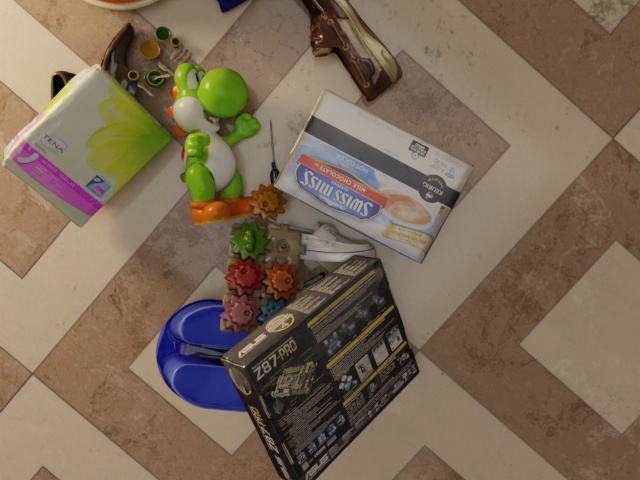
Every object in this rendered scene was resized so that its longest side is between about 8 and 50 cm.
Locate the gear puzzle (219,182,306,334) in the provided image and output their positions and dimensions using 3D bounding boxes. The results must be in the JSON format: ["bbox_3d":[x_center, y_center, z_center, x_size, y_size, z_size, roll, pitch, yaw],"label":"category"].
[{"bbox_3d":[-0.114,0.038,1.347,0.176,0.044,0.338,8,79,-15],"label":"gear puzzle"}]

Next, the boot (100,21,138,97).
[{"bbox_3d":[-0.457,-0.384,1.434,0.106,0.082,0.219,28,87,-25],"label":"boot"}]

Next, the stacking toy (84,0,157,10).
[{"bbox_3d":[-0.452,-0.675,1.190,0.351,0.480,0.350,0,95,1],"label":"stacking toy"}]

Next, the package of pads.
[{"bbox_3d":[-0.514,-0.211,1.368,0.296,0.101,0.229,-45,122,-3],"label":"package of pads"}]

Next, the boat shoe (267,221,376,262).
[{"bbox_3d":[0.000,0.000,1.429,0.258,0.095,0.084,3,99,0],"label":"boat shoe"}]

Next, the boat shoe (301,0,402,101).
[{"bbox_3d":[0.028,-0.455,1.380,0.123,0.123,0.342,-42,99,3],"label":"boat shoe"}]

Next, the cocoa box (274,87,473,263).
[{"bbox_3d":[0.108,-0.134,1.345,0.347,0.231,0.227,28,95,-1],"label":"cocoa box"}]

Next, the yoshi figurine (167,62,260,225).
[{"bbox_3d":[-0.222,-0.226,1.380,0.203,0.203,0.362,-13,92,-13],"label":"yoshi figurine"}]

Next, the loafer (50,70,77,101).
[{"bbox_3d":[-0.583,-0.254,1.428,0.096,0.084,0.267,-5,95,0],"label":"loafer"}]

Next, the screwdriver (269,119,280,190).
[{"bbox_3d":[-0.113,-0.197,1.456,0.025,0.024,0.169,-10,88,31],"label":"screwdriver"}]

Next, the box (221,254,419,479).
[{"bbox_3d":[0.022,0.264,1.305,0.395,0.097,0.318,-37,118,-32],"label":"box"}]

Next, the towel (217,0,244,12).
[{"bbox_3d":[-0.131,-0.650,1.327,0.308,0.076,0.227,-30,137,5],"label":"towel"}]

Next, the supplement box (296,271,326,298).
[{"bbox_3d":[-0.008,0.130,1.459,0.083,0.056,0.083,-30,94,4],"label":"supplement box"}]

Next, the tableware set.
[{"bbox_3d":[-0.372,-0.410,1.411,0.104,0.024,0.154,40,74,-7],"label":"tableware set"}]

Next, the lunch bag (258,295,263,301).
[{"bbox_3d":[-0.146,0.100,1.458,0.067,0.065,0.098,-42,92,-11],"label":"lunch bag"}]

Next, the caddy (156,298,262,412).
[{"bbox_3d":[-0.197,0.261,1.413,0.342,0.179,0.241,10,84,-15],"label":"caddy"}]
